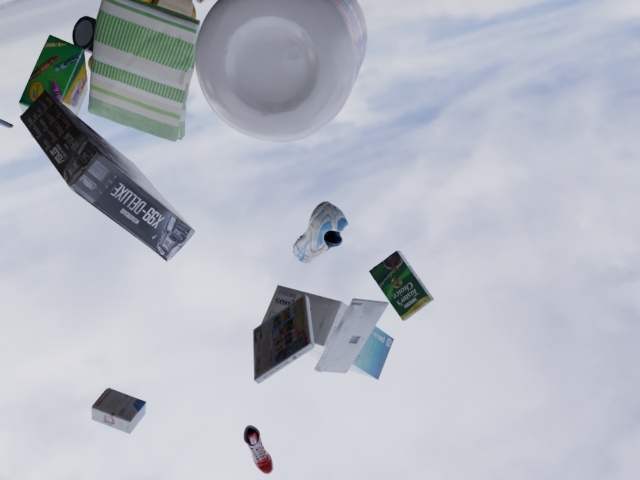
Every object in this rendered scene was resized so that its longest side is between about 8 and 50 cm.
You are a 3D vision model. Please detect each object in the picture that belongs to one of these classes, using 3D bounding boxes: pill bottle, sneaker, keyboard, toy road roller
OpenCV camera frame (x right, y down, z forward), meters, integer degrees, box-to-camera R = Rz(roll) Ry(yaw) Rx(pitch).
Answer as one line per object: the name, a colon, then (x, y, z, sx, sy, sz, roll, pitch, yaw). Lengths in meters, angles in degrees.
pill bottle: (-0.034, -0.246, 0.990, 0.181, 0.182, 0.323, -12, -160, 12)
sneaker: (-0.144, 0.478, 1.803, 0.042, 0.118, 0.067, -25, 160, -9)
keyboard: (0.057, 0.191, 1.533, 0.072, 0.256, 0.014, 3, -130, -19)
sneaker: (0.000, 0.000, 1.753, 0.085, 0.086, 0.237, -38, 168, -27)
toy road roller: (-0.478, -0.523, 2.103, 0.329, 0.241, 0.202, -32, 161, 25)

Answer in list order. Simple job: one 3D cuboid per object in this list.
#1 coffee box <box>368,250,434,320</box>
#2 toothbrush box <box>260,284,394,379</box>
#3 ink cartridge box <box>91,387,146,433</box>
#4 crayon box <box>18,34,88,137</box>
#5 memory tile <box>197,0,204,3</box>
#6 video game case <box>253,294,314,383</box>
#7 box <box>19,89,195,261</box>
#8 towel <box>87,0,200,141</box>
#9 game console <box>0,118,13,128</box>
coffee box: (0.240, 0.133, 2.332, 0.113, 0.184, 0.040, -37, 166, 17)
toothbrush box: (0.022, 0.241, 2.049, 0.216, 0.295, 0.126, 12, -108, 37)
ink cartridge box: (-0.554, 0.466, 2.159, 0.122, 0.052, 0.088, 19, -147, 10)
crayon box: (-0.593, -0.325, 1.764, 0.081, 0.165, 0.278, 21, 168, -11)
memory tile: (-0.278, -0.493, 1.430, 0.012, 0.148, 0.113, -46, 162, 6)
video game case: (-0.077, 0.196, 1.579, 0.143, 0.019, 0.157, -35, -150, 16)
box: (-0.380, -0.118, 1.395, 0.076, 0.242, 0.307, -47, -134, -1)
towel: (-0.412, -0.399, 1.830, 0.247, 0.325, 0.038, 19, -141, 0)
game console: (-0.749, -0.357, 1.510, 0.293, 0.250, 0.173, 23, -151, 23)
